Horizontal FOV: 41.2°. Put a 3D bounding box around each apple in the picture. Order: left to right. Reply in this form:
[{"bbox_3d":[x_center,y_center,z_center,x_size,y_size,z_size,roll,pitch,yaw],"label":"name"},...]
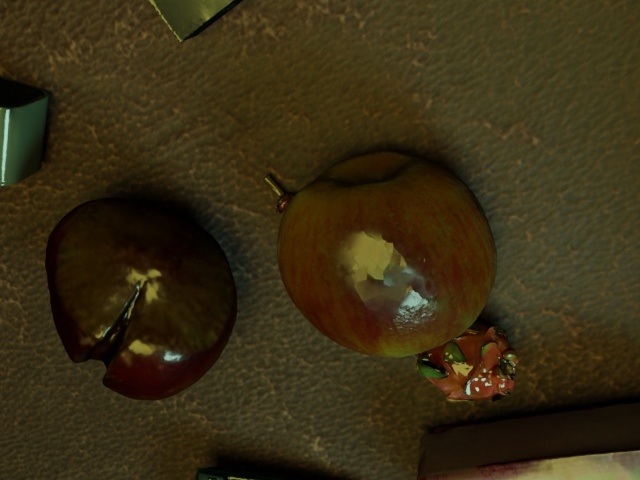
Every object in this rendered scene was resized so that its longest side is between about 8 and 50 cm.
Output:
[{"bbox_3d":[0.059,0.017,0.761,0.195,0.160,0.173,-7,118,10],"label":"apple"}]

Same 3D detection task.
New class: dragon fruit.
[{"bbox_3d":[0.132,0.111,0.821,0.116,0.086,0.081,10,151,18],"label":"dragon fruit"}]

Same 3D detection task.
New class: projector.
[{"bbox_3d":[-0.322,-0.111,0.840,0.083,0.083,0.082,18,114,7],"label":"projector"}]

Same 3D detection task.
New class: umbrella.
[{"bbox_3d":[0.000,0.000,0.839,0.027,0.025,0.165,-44,99,-5],"label":"umbrella"}]

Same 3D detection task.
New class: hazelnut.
[{"bbox_3d":[-0.177,0.051,0.835,0.204,0.178,0.178,41,115,1],"label":"hazelnut"}]

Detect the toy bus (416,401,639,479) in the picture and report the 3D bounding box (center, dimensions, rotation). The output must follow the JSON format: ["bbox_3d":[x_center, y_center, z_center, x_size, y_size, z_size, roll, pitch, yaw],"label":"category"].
[{"bbox_3d":[0.242,0.246,0.819,0.302,0.127,0.147,-14,104,18],"label":"toy bus"}]

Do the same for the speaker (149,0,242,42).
[{"bbox_3d":[-0.059,-0.267,0.735,0.218,0.044,0.082,-30,101,23],"label":"speaker"}]

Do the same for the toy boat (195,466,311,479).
[{"bbox_3d":[-0.030,0.308,0.929,0.246,0.103,0.093,8,89,6],"label":"toy boat"}]
